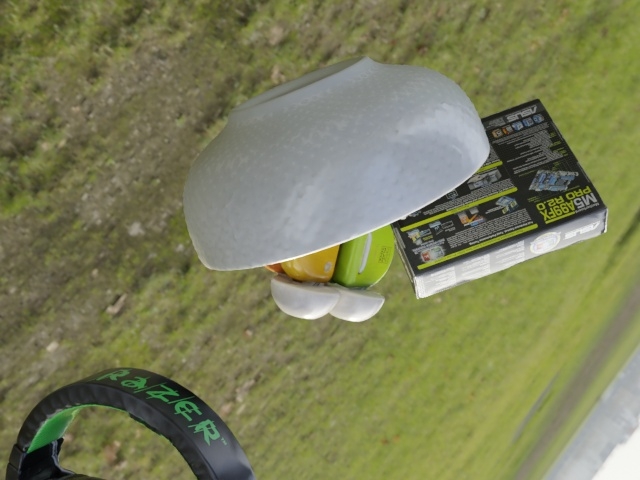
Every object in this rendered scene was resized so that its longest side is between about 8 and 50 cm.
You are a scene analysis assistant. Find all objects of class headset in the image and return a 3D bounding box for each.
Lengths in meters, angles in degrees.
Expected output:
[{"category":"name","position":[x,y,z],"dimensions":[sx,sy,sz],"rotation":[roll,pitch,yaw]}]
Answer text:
[{"category":"headset","position":[-0.167,0.295,0.823],"dimensions":[0.185,0.243,0.394],"rotation":[-16,129,-60]}]

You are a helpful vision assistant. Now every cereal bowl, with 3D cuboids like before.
[{"category":"cereal bowl","position":[0.000,-0.103,0.989],"dimensions":[0.339,0.141,0.339],"rotation":[-21,-167,5]}]

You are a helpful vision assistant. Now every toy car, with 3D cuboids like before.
[{"category":"toy car","position":[0.000,0.000,1.027],"dimensions":[0.182,0.136,0.159],"rotation":[8,97,-47]}]

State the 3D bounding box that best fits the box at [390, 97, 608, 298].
[{"category":"box","position":[0.219,-0.062,1.263],"dimensions":[0.270,0.216,0.060],"rotation":[-20,145,-1]}]
